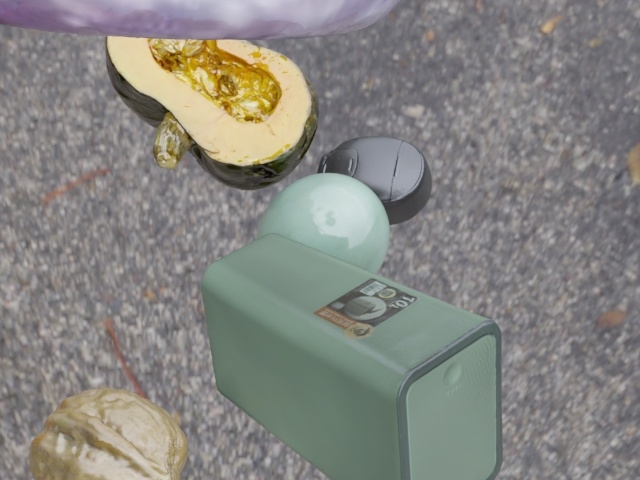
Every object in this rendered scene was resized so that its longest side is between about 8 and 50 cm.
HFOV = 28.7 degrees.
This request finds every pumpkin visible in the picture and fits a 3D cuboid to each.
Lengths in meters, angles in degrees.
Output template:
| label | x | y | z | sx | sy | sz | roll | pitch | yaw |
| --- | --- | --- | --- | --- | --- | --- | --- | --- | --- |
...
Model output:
| label | x | y | z | sx | sy | sz | roll | pitch | yaw |
| --- | --- | --- | --- | --- | --- | --- | --- | --- | --- |
| pumpkin | -0.162 | -0.193 | 1.714 | 0.317 | 0.139 | 0.221 | 38 | 84 | 3 |

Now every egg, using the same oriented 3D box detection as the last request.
| label | x | y | z | sx | sy | sz | roll | pitch | yaw |
| --- | --- | --- | --- | --- | --- | --- | --- | --- | --- |
| egg | 0.000 | 0.000 | 1.667 | 0.168 | 0.231 | 0.168 | 8 | 68 | -21 |

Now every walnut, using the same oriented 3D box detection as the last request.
| label | x | y | z | sx | sy | sz | roll | pitch | yaw |
| --- | --- | --- | --- | --- | --- | --- | --- | --- | --- |
| walnut | -0.303 | 0.310 | 1.797 | 0.245 | 0.198 | 0.198 | 14 | 58 | 32 |

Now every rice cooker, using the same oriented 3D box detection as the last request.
| label | x | y | z | sx | sy | sz | roll | pitch | yaw |
| --- | --- | --- | --- | --- | --- | --- | --- | --- | --- |
| rice cooker | 0.086 | -0.095 | 2.060 | 0.203 | 0.118 | 0.142 | 2 | 64 | 29 |

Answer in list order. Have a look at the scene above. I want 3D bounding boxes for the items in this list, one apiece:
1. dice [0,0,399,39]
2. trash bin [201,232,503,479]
| label | x | y | z | sx | sy | sz | roll | pitch | yaw |
| --- | --- | --- | --- | --- | --- | --- | --- | --- | --- |
| dice | -0.091 | -0.256 | 0.682 | 0.270 | 0.270 | 0.271 | -3 | 106 | -23 |
| trash bin | 0.023 | 0.148 | 1.420 | 0.158 | 0.222 | 0.343 | -30 | 39 | -35 |
